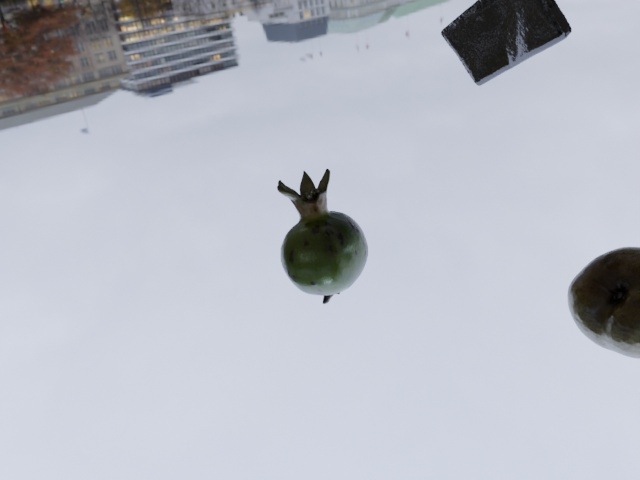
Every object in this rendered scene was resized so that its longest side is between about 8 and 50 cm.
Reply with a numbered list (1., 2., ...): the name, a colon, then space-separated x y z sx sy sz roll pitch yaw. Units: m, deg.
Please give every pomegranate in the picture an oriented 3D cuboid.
1. pomegranate: -0.011 -0.006 0.979 0.156 0.220 0.156 -33 -178 1

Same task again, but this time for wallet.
1. wallet: 0.288 -0.335 0.935 0.025 0.124 0.244 -36 -173 -16

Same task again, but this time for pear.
1. pear: 0.448 0.089 0.838 0.167 0.137 0.167 -21 -124 34
